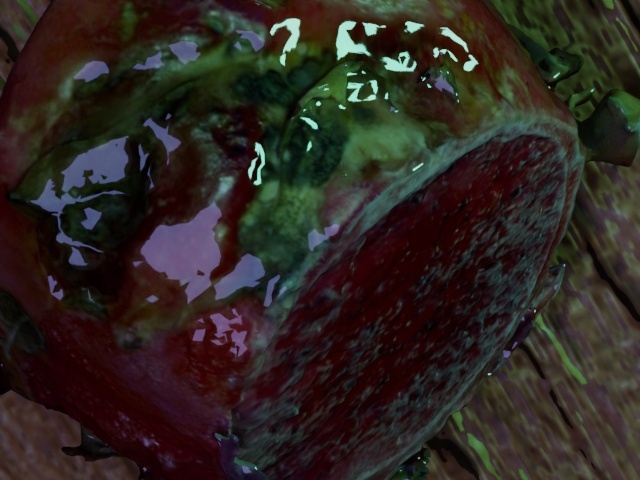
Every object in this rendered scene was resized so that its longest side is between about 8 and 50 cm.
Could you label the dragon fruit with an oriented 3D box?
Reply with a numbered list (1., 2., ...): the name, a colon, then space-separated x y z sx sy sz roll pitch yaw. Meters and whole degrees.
1. dragon fruit: 0.000 0.000 0.645 0.147 0.211 0.282 27 143 22
